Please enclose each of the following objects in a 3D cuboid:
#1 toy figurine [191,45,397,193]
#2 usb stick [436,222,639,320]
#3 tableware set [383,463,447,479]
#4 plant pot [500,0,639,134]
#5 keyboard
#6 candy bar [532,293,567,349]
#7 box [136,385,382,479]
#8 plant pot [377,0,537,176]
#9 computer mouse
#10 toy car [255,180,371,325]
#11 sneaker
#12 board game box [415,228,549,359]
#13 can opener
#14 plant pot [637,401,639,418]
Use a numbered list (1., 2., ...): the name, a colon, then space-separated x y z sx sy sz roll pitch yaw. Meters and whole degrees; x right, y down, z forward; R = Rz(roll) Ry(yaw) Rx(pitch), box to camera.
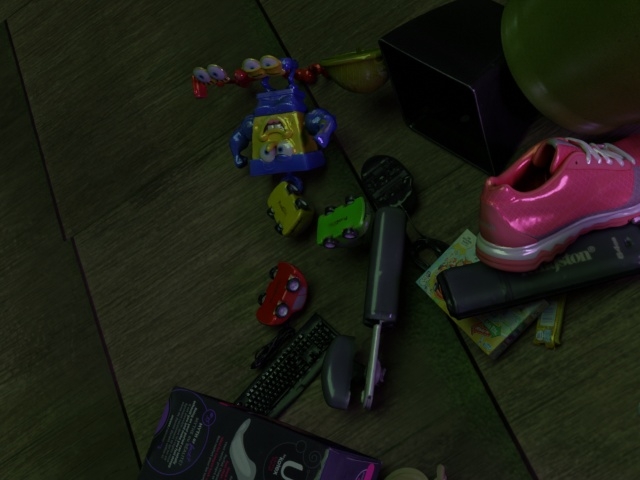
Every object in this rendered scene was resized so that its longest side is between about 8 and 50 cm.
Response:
1. toy figurine: -0.020 -0.178 1.593 0.363 0.191 0.217 -3 92 26
2. usb stick: 0.288 0.038 1.289 0.278 0.045 0.077 -14 50 -1
3. tableware set: 0.110 0.381 1.258 0.128 0.039 0.194 -19 51 33
4. plant pot: 0.415 -0.300 1.234 0.353 0.367 0.366 -32 43 57
5. keyboard: -0.061 0.183 1.454 0.192 0.038 0.100 -48 53 -3
6. candy bar: 0.310 0.066 1.328 0.040 0.018 0.161 2 66 33
7. box: -0.084 0.313 1.314 0.270 0.143 0.165 15 80 36
8. plant pot: 0.221 -0.241 1.447 0.167 0.188 0.187 -44 52 -13
9. computer mouse: 0.133 -0.033 1.470 0.071 0.041 0.242 -35 60 8
10. toy car: 0.000 0.000 1.473 0.225 0.053 0.239 -24 53 43
11. sneaker: 0.329 -0.078 1.271 0.314 0.136 0.116 -28 37 -19
12. board game box: 0.214 0.070 1.349 0.103 0.026 0.154 -46 55 4
13. can opener: 0.059 0.091 1.383 0.095 0.076 0.283 7 74 0
14. plant pot: 0.517 0.164 0.996 0.252 0.248 0.247 26 78 46
